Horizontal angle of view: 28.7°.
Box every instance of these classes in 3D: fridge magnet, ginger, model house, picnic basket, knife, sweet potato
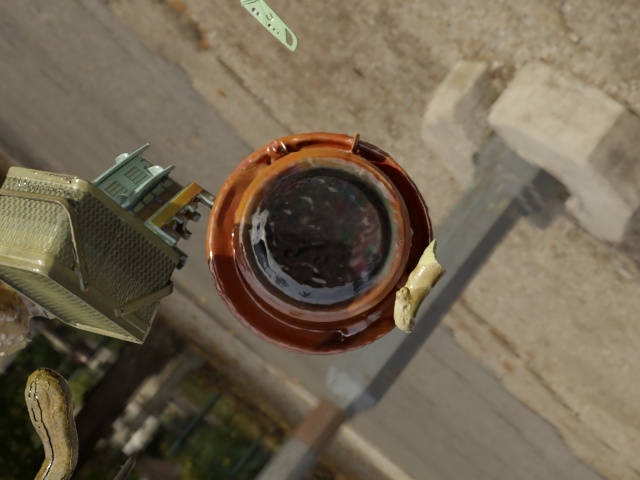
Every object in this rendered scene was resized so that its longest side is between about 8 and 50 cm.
[{"bbox_3d":[0.000,0.000,1.973,0.363,0.363,0.155,38,170,5],"label":"fridge magnet"},{"bbox_3d":[0.143,0.064,1.779,0.044,0.137,0.057,31,177,11],"label":"ginger"},{"bbox_3d":[-0.333,-0.036,2.237,0.215,0.224,0.198,36,127,3],"label":"model house"},{"bbox_3d":[-0.330,0.021,1.701,0.165,0.139,0.267,10,158,34],"label":"picnic basket"},{"bbox_3d":[-0.105,-0.349,1.785,0.207,0.030,0.014,46,-168,-5],"label":"knife"},{"bbox_3d":[-0.428,0.315,1.995,0.081,0.233,0.062,-2,-179,-11],"label":"sweet potato"}]

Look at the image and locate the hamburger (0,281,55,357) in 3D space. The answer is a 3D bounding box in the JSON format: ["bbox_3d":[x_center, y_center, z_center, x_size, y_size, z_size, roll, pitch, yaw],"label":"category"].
[{"bbox_3d":[-0.628,-0.008,1.937,0.445,0.268,0.287,30,153,27],"label":"hamburger"}]

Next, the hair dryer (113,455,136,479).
[{"bbox_3d":[-0.314,0.467,2.018,0.303,0.120,0.359,10,-150,2],"label":"hair dryer"}]
